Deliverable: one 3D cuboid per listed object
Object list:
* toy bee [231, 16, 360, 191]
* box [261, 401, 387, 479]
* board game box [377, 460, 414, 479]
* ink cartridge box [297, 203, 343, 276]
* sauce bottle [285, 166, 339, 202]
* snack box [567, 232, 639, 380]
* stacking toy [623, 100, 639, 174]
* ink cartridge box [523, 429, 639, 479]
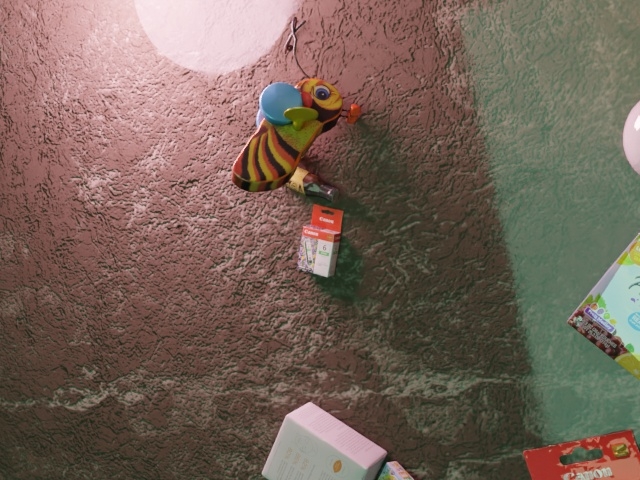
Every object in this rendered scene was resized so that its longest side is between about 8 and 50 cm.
[{"bbox_3d":[-0.023,-0.204,1.403,0.162,0.195,0.298,21,95,-1],"label":"toy bee"},{"bbox_3d":[0.007,0.386,1.493,0.170,0.091,0.130,30,108,22],"label":"box"},{"bbox_3d":[0.122,0.468,1.459,0.103,0.026,0.154,39,113,42],"label":"board game box"},{"bbox_3d":[0.000,0.000,1.486,0.062,0.029,0.115,14,103,26],"label":"ink cartridge box"},{"bbox_3d":[-0.027,-0.100,1.481,0.128,0.042,0.042,25,107,25],"label":"sauce bottle"},{"bbox_3d":[0.489,0.112,1.223,0.207,0.070,0.174,41,112,16],"label":"snack box"},{"bbox_3d":[0.524,-0.273,1.069,0.350,0.350,0.480,31,125,21],"label":"stacking toy"},{"bbox_3d":[0.419,0.418,1.307,0.181,0.056,0.225,-20,89,28],"label":"ink cartridge box"}]
